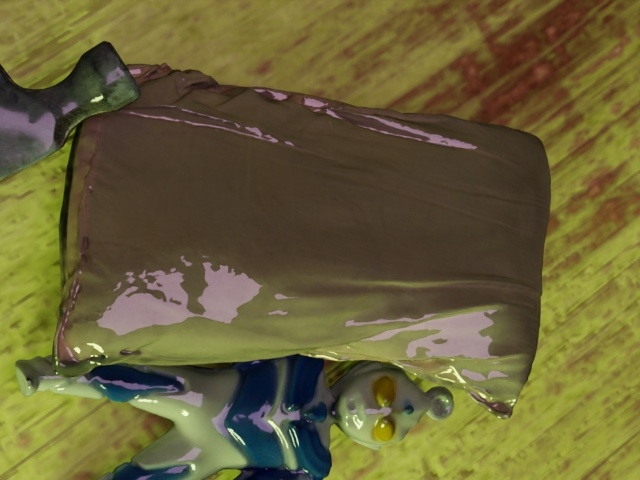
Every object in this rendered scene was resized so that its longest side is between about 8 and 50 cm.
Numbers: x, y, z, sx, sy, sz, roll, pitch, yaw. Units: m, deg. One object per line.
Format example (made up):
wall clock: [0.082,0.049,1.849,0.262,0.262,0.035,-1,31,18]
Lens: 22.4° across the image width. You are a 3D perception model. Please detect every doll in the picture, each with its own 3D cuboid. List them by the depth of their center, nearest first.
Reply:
doll: [-0.036,0.087,0.819,0.227,0.057,0.114,-7,88,-22]

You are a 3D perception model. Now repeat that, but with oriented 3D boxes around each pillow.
pillow: [0.000,0.000,0.813,0.270,0.067,0.173,9,61,-21]

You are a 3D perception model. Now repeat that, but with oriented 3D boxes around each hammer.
hammer: [-0.217,-0.152,0.741,0.137,0.037,0.290,-33,97,-5]
